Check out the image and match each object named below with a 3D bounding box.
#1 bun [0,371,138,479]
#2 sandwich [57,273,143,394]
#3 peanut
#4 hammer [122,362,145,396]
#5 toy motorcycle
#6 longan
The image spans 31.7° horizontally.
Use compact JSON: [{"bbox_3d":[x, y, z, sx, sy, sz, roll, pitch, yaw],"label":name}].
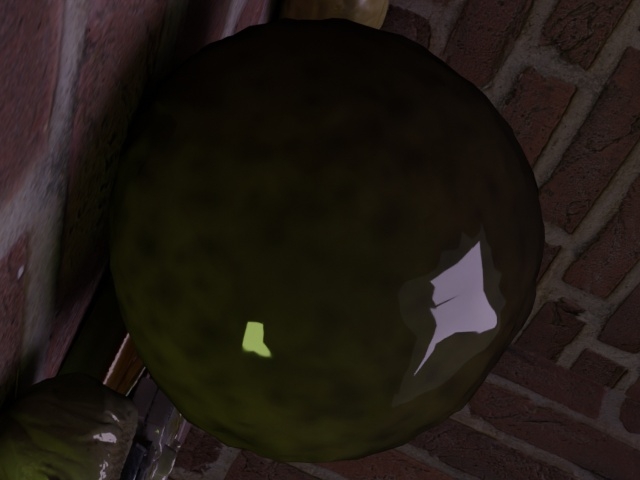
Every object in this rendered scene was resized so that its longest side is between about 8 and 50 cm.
[{"bbox_3d":[-0.226,0.187,0.951,0.173,0.113,0.166,111,-4,-45],"label":"bun"},{"bbox_3d":[-0.202,0.089,1.147,0.245,0.063,0.212,110,5,-50],"label":"sandwich"},{"bbox_3d":[0.014,-0.281,1.428,0.319,0.147,0.147,105,9,-65],"label":"peanut"},{"bbox_3d":[-0.204,0.163,1.155,0.123,0.014,0.029,-61,-176,-31],"label":"hammer"},{"bbox_3d":[-0.263,0.310,1.659,0.341,0.108,0.223,-78,-176,-63],"label":"toy motorcycle"},{"bbox_3d":[0.000,0.000,0.992,0.391,0.391,0.391,24,90,-88],"label":"longan"}]
